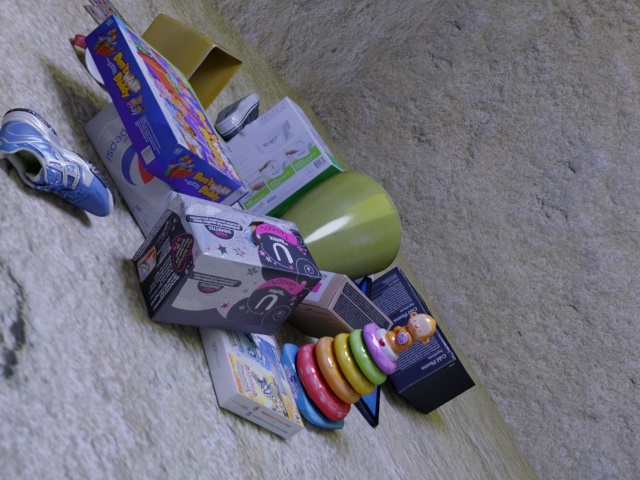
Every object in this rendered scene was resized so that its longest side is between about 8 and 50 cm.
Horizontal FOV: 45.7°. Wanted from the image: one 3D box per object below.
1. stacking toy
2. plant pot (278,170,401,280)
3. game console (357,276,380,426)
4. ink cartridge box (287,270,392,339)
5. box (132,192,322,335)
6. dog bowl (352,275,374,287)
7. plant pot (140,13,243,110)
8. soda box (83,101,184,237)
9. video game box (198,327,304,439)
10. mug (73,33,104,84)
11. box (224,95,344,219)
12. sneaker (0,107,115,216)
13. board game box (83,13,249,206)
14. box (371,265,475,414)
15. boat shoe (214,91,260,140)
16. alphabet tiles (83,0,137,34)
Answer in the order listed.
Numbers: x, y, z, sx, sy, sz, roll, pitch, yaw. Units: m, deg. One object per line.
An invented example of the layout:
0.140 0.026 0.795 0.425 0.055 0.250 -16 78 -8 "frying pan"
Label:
0.089 0.226 1.465 0.166 0.302 0.175 35 29 -58 "stacking toy"
0.000 0.000 1.832 0.293 0.275 0.275 -25 77 -45 "plant pot"
0.122 0.260 1.851 0.173 0.250 0.293 26 14 -1 "game console"
0.006 0.143 1.621 0.234 0.088 0.193 9 -29 46 "ink cartridge box"
-0.150 0.046 1.246 0.247 0.163 0.142 14 37 -43 "box"
0.046 0.043 2.271 0.265 0.104 0.265 53 12 -15 "dog bowl"
-0.360 -0.454 1.948 0.187 0.212 0.212 43 10 10 "plant pot"
-0.318 -0.118 1.398 0.286 0.091 0.098 57 13 17 "soda box"
-0.123 0.221 1.303 0.187 0.048 0.205 38 20 -44 "video game box"
-0.451 -0.417 1.689 0.150 0.113 0.169 54 9 -8 "mug"
-0.115 -0.201 1.993 0.231 0.262 0.127 56 11 16 "box"
-0.395 -0.097 1.127 0.211 0.080 0.081 45 37 -34 "sneaker"
-0.288 -0.233 1.424 0.347 0.078 0.233 59 12 28 "board game box"
0.260 0.291 2.154 0.312 0.179 0.343 60 6 30 "box"
-0.245 -0.365 2.364 0.119 0.121 0.335 58 21 -19 "boat shoe"
-0.542 -0.569 2.004 0.198 0.009 0.237 52 12 -10 "alphabet tiles"
